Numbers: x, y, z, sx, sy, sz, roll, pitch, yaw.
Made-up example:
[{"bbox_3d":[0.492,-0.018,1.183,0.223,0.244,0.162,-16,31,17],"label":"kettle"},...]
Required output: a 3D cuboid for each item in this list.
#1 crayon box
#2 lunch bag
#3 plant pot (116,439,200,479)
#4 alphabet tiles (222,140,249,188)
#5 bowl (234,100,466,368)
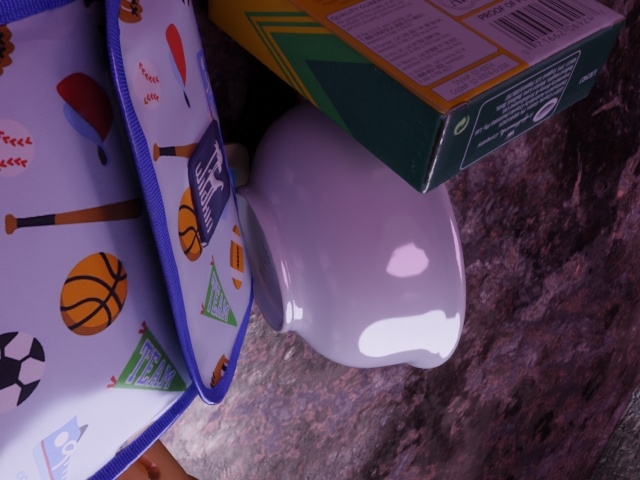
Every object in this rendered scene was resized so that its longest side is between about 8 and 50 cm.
[{"bbox_3d":[0.049,-0.198,0.559,0.203,0.323,0.083,-30,150,-27],"label":"crayon box"},{"bbox_3d":[-0.204,-0.004,0.449,0.385,0.239,0.327,-38,132,-41],"label":"lunch bag"},{"bbox_3d":[-0.229,0.259,0.575,0.291,0.291,0.203,-27,111,-30],"label":"plant pot"},{"bbox_3d":[-0.189,-0.005,0.631,0.284,0.021,0.277,-18,121,-35],"label":"alphabet tiles"},{"bbox_3d":[0.000,0.000,0.636,0.134,0.298,0.297,-16,123,-18],"label":"bowl"}]
